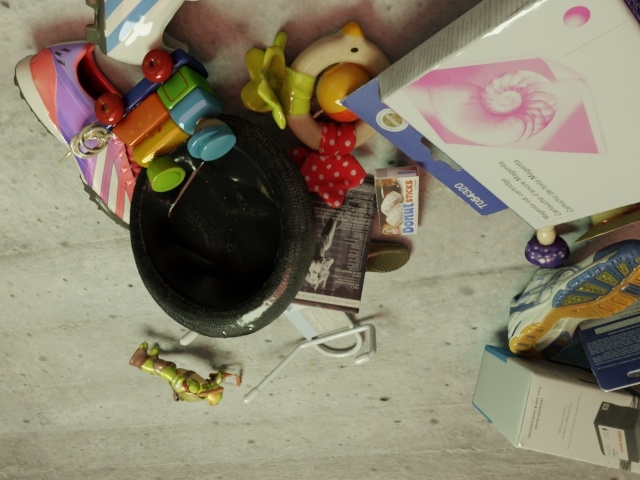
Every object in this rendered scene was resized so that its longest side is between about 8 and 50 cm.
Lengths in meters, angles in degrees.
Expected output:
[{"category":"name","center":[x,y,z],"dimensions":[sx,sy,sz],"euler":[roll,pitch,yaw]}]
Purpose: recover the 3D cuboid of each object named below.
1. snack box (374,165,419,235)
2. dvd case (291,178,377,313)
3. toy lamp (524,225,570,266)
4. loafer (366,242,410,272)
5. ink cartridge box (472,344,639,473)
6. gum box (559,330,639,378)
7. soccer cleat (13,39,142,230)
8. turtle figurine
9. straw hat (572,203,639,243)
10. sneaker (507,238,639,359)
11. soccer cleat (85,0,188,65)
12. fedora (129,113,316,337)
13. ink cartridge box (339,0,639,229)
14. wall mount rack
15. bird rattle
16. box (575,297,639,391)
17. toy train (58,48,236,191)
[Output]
[{"category":"snack box","center":[0.123,-0.058,0.807],"dimensions":[0.064,0.022,0.178],"euler":[-4,153,8]},{"category":"dvd case","center":[0.000,0.000,0.836],"dimensions":[0.164,0.018,0.221],"euler":[9,92,-1]},{"category":"toy lamp","center":[0.342,-0.083,0.775],"dimensions":[0.080,0.080,0.275],"euler":[-11,128,15]},{"category":"loafer","center":[0.086,0.027,0.907],"dimensions":[0.148,0.050,0.056],"euler":[-6,132,-9]},{"category":"ink cartridge box","center":[0.463,0.299,0.904],"dimensions":[0.307,0.223,0.129],"euler":[13,89,-2]},{"category":"gum box","center":[0.588,0.214,1.001],"dimensions":[0.184,0.041,0.157],"euler":[34,124,-20]},{"category":"soccer cleat","center":[-0.320,-0.144,0.783],"dimensions":[0.116,0.108,0.318],"euler":[-17,122,14]},{"category":"turtle figurine","center":[-0.288,0.300,1.094],"dimensions":[0.217,0.269,0.087],"euler":[23,86,14]},{"category":"straw hat","center":[0.457,-0.048,0.794],"dimensions":[0.144,0.144,0.061],"euler":[-24,80,22]},{"category":"sneaker","center":[0.412,0.076,0.851],"dimensions":[0.112,0.131,0.296],"euler":[24,133,-12]},{"category":"soccer cleat","center":[-0.198,-0.368,0.602],"dimensions":[0.143,0.116,0.331],"euler":[5,132,-18]},{"category":"fedora","center":[-0.126,-0.019,0.762],"dimensions":[0.334,0.334,0.152],"euler":[-26,164,24]},{"category":"ink cartridge box","center":[0.239,-0.126,0.605],"dimensions":[0.324,0.071,0.330],"euler":[30,147,-28]},{"category":"wall mount rack","center":[-0.073,0.172,0.984],"dimensions":[0.304,0.130,0.350],"euler":[-23,122,22]},{"category":"bird rattle","center":[0.015,-0.179,0.709],"dimensions":[0.207,0.143,0.253],"euler":[-35,121,10]},{"category":"box","center":[0.500,0.148,0.841],"dimensions":[0.136,0.225,0.036],"euler":[-24,121,23]},{"category":"toy train","center":[-0.236,-0.124,0.684],"dimensions":[0.248,0.105,0.143],"euler":[-36,75,13]}]
